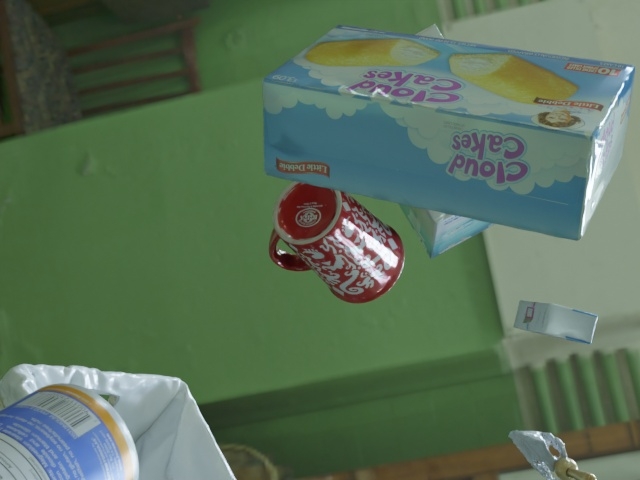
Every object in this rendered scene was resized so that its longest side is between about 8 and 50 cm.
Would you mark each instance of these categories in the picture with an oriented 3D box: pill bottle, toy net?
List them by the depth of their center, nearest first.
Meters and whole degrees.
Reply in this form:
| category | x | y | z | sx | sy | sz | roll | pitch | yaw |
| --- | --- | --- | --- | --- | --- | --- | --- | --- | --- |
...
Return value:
| category | x | y | z | sx | sy | sz | roll | pitch | yaw |
| --- | --- | --- | --- | --- | --- | --- | --- | --- | --- |
| pill bottle | -0.299 | 0.243 | 0.949 | 0.272 | 0.152 | 0.152 | -30 | 109 | -59 |
| toy net | 0.332 | 0.304 | 1.301 | 0.232 | 0.045 | 0.122 | 38 | -23 | 33 |

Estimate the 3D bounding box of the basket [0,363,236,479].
| category | x | y | z | sx | sy | sz | roll | pitch | yaw |
| --- | --- | --- | --- | --- | --- | --- | --- | --- | --- |
| basket | -0.303 | 0.372 | 1.418 | 0.328 | 0.266 | 0.331 | 16 | 37 | -53 |

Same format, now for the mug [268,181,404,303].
| category | x | y | z | sx | sy | sz | roll | pitch | yaw |
| --- | --- | --- | --- | --- | --- | --- | --- | --- | --- |
| mug | 0.006 | 0.006 | 1.300 | 0.169 | 0.150 | 0.113 | 42 | 18 | -56 |

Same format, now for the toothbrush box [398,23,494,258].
| category | x | y | z | sx | sy | sz | roll | pitch | yaw |
| --- | --- | --- | --- | --- | --- | --- | --- | --- | --- |
| toothbrush box | 0.144 | -0.114 | 1.369 | 0.216 | 0.126 | 0.295 | 61 | 1 | 11 |

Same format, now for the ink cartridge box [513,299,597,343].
| category | x | y | z | sx | sy | sz | roll | pitch | yaw |
| --- | --- | --- | --- | --- | --- | --- | --- | --- | --- |
| ink cartridge box | 0.386 | 0.134 | 1.756 | 0.122 | 0.089 | 0.052 | -176 | -79 | -78 |

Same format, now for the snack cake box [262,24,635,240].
| category | x | y | z | sx | sy | sz | roll | pitch | yaw |
| --- | --- | --- | --- | --- | --- | --- | --- | --- | --- |
| snack cake box | 0.102 | -0.096 | 0.859 | 0.152 | 0.264 | 0.089 | -46 | 143 | -53 |
